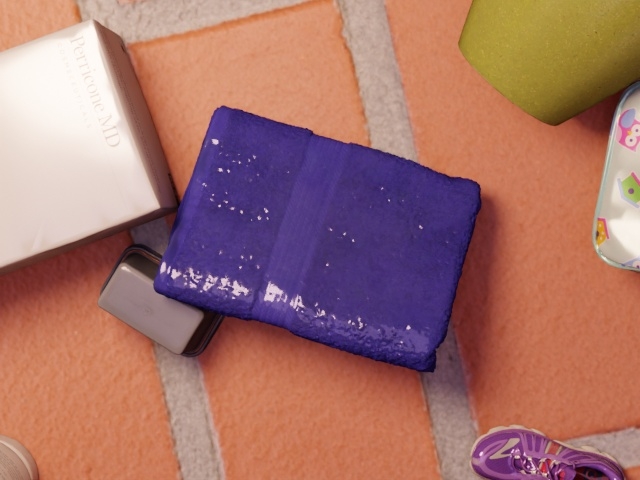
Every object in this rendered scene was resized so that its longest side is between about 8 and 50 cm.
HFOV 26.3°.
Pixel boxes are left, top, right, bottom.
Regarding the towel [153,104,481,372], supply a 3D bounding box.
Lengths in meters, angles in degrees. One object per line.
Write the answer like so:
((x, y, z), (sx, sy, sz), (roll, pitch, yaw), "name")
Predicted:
((0.000, 0.000, 1.445), (0.308, 0.076, 0.227), (16, 70, 4), "towel")

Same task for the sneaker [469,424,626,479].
((0.247, 0.242, 1.475), (0.170, 0.071, 0.068), (8, 94, 3), "sneaker")

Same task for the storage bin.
((-0.172, 0.065, 1.477), (0.135, 0.091, 0.098), (32, 94, 0), "storage bin")

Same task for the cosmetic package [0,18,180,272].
((-0.364, -0.066, 1.447), (0.385, 0.156, 0.217), (-22, 90, 5), "cosmetic package")

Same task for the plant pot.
((0.280, -0.269, 1.369), (0.275, 0.275, 0.293), (40, 110, 0), "plant pot")

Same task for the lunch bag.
((0.430, -0.057, 1.386), (0.279, 0.108, 0.224), (11, 94, 27), "lunch bag")

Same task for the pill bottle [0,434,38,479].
((-0.373, 0.275, 1.429), (0.131, 0.229, 0.131), (0, 93, 3), "pill bottle")
